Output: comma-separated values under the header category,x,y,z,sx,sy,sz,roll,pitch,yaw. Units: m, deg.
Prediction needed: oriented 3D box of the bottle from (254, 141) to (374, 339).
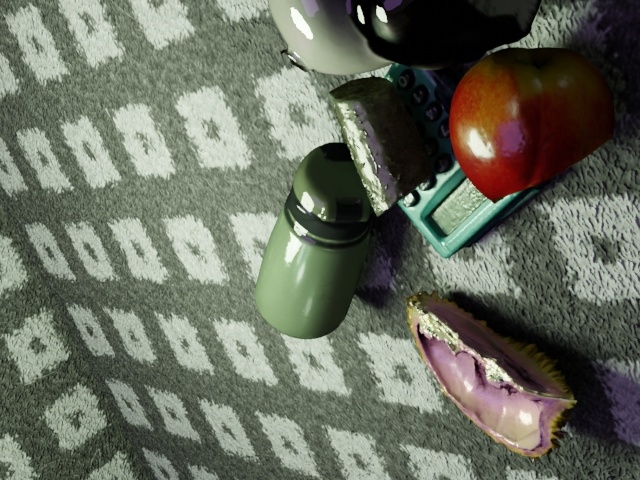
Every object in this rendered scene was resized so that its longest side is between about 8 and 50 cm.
category,x,y,z,sx,sy,sz,roll,pitch,yaw
bottle,0.000,-0.002,1.528,0.168,0.168,0.347,40,139,20

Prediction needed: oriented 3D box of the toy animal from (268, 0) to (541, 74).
category,x,y,z,sx,sy,sz,roll,pitch,yaw
toy animal,0.080,-0.300,1.101,0.310,0.251,0.251,-7,113,53

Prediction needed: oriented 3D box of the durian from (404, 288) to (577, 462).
category,x,y,z,sx,sy,sz,roll,pitch,yaw
durian,0.263,0.197,1.436,0.341,0.112,0.191,33,150,41

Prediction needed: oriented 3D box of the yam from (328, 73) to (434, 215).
category,x,y,z,sx,sy,sz,roll,pitch,yaw
yam,0.083,-0.131,1.271,0.107,0.107,0.183,-12,107,53

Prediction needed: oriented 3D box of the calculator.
category,x,y,z,sx,sy,sz,roll,pitch,yaw
calculator,0.160,-0.125,1.319,0.274,0.058,0.248,51,145,7

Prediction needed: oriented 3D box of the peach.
category,x,y,z,sx,sy,sz,roll,pitch,yaw
peach,0.243,-0.127,1.103,0.190,0.190,0.192,21,135,39
